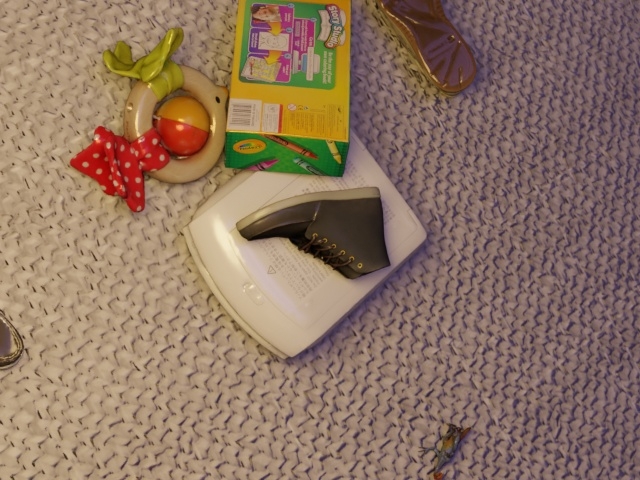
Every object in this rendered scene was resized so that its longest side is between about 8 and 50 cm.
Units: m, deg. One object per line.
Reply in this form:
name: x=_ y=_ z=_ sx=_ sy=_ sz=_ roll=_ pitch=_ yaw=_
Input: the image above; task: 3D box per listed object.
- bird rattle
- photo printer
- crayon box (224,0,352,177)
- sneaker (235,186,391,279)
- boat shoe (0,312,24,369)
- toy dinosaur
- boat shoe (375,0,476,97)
bird rattle: x=-0.209 y=-0.157 z=1.572 sx=0.207 sy=0.143 sz=0.254 roll=16 pitch=73 yaw=-41
photo printer: x=-0.026 y=-0.003 z=1.635 sx=0.307 sy=0.107 sz=0.256 roll=-42 pitch=98 yaw=-29
crayon box: x=-0.042 y=-0.225 z=1.622 sx=0.165 sy=0.081 sz=0.279 roll=5 pitch=55 yaw=-4
sneaker: x=0.000 y=0.000 z=1.537 sx=0.222 sy=0.083 sz=0.118 roll=-11 pitch=83 yaw=-30
boat shoe: x=-0.456 y=0.081 z=1.407 sx=0.227 sy=0.068 sz=0.081 roll=36 pitch=64 yaw=-16
toy dinosaur: x=0.191 y=0.314 z=1.713 sx=0.090 sy=0.047 sz=0.082 roll=14 pitch=89 yaw=-35
boat shoe: x=0.149 y=-0.355 z=1.840 sx=0.104 sy=0.089 sz=0.285 roll=-24 pitch=87 yaw=-4
